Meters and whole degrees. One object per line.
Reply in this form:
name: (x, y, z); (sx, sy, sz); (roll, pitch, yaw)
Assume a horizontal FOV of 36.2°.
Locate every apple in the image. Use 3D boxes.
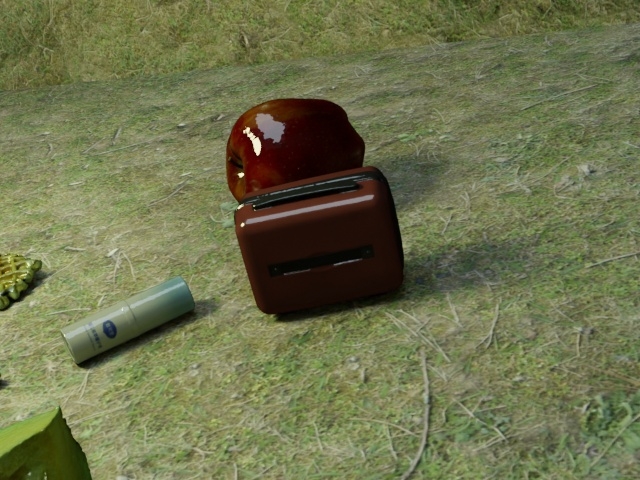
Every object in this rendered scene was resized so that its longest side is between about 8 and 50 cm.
apple: (-0.064, -0.177, 2.168); (0.317, 0.288, 0.288); (-17, 25, -29)

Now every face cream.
face cream: (-0.368, 0.151, 1.878); (0.250, 0.077, 0.077); (-26, 29, -21)

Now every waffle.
waffle: (-0.746, 0.098, 2.190); (0.214, 0.054, 0.208); (5, 35, 28)

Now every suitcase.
suitcase: (0.000, 0.000, 1.821); (0.297, 0.236, 0.161); (-12, 27, 5)

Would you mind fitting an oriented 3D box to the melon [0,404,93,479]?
melon: (-0.408, 0.370, 1.273); (0.331, 0.226, 0.343); (17, 12, 3)
